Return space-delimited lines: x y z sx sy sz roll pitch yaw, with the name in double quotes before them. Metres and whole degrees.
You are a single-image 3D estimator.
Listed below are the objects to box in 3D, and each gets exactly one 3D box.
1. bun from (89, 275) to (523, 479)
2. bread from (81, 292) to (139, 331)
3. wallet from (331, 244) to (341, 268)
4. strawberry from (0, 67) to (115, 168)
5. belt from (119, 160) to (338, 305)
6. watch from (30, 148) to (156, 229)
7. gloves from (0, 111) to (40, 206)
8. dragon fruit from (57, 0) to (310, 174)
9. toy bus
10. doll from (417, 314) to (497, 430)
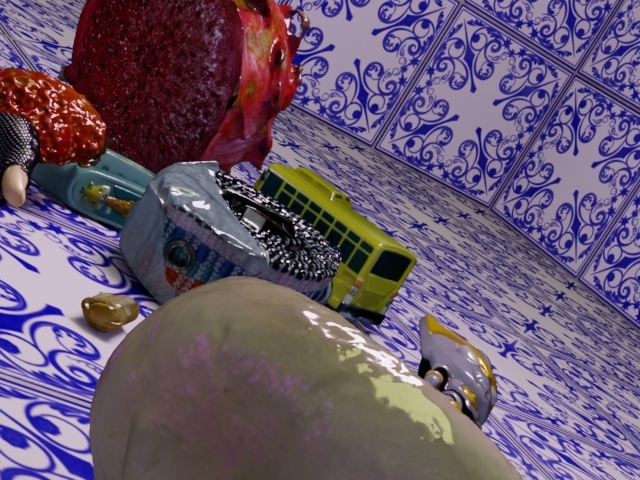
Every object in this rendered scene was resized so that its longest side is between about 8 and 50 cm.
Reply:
"bun" -0.010 0.194 1.036 0.361 0.213 0.361 40 -16 14
"bread" -0.215 0.073 1.505 0.049 0.034 0.088 18 5 4
"wallet" -0.089 0.008 1.940 0.202 0.059 0.141 28 -34 -24
"strawberry" -0.359 -0.150 1.729 0.236 0.107 0.175 6 6 -45
"belt" -0.115 0.016 1.763 0.257 0.150 0.207 27 21 -21
"watch" -0.288 -0.077 1.935 0.237 0.068 0.195 21 11 -29
"gloves" -0.379 -0.066 1.572 0.129 0.106 0.181 32 36 -11
"dragon fruit" -0.177 -0.240 2.131 0.371 0.386 0.249 5 2 42
"toy bus" 0.000 0.000 2.159 0.262 0.150 0.128 38 10 32
"doll" 0.172 0.191 1.904 0.145 0.103 0.316 35 15 -2
